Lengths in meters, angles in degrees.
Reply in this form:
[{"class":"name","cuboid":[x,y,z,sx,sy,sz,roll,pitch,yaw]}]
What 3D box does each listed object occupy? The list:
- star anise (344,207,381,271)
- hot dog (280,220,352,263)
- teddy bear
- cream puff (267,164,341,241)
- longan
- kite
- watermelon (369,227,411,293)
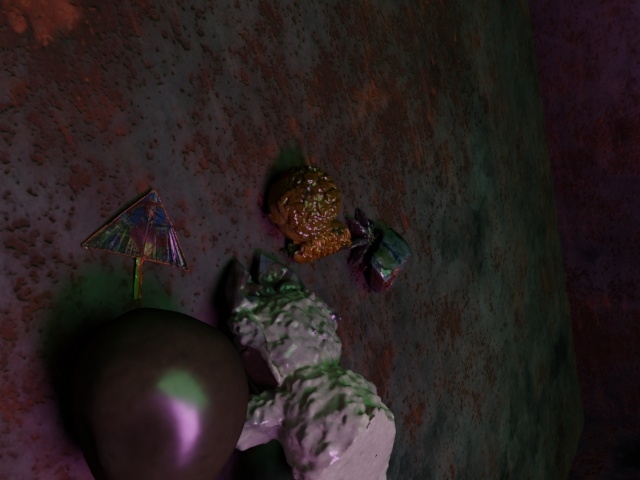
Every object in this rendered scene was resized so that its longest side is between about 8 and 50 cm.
[{"class":"star anise","cuboid":[0.095,0.002,1.349,0.141,0.042,0.141,-3,93,-53]},{"class":"hot dog","cuboid":[0.000,0.000,1.204,0.188,0.055,0.072,-17,106,-54]},{"class":"teddy bear","cuboid":[-0.051,0.270,1.026,0.327,0.362,0.376,-9,122,-42]},{"class":"cream puff","cuboid":[-0.023,-0.071,1.110,0.126,0.103,0.144,37,50,-19]},{"class":"longan","cuboid":[-0.201,0.211,0.792,0.246,0.215,0.246,25,52,-36]},{"class":"kite","cuboid":[-0.252,0.005,0.890,0.190,0.010,0.159,21,75,-51]},{"class":"watermelon","cuboid":[0.152,0.056,1.378,0.187,0.071,0.139,-51,159,-58]}]
